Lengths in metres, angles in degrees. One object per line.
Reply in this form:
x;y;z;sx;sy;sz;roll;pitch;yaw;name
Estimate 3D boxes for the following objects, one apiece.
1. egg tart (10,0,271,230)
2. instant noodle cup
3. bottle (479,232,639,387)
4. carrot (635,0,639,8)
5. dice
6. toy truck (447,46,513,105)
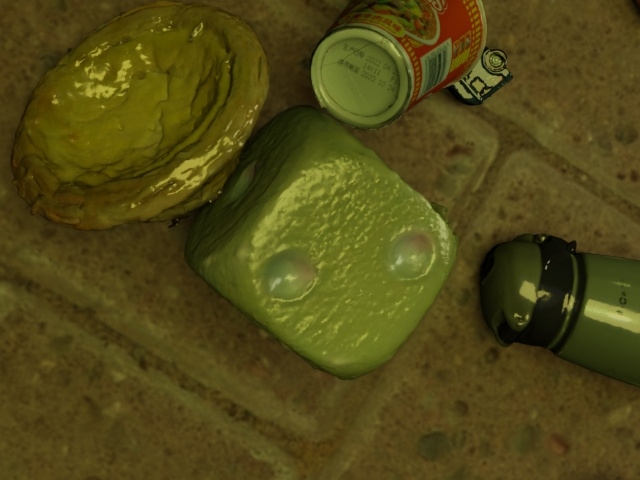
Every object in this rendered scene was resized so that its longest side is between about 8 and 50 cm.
-0.212;-0.137;1.671;0.345;0.132;0.345;-10;55;15;egg tart
0.084;-0.232;1.675;0.193;0.212;0.193;11;121;20;instant noodle cup
0.378;0.095;1.801;0.347;0.168;0.168;16;89;-4;bottle
0.492;-0.273;1.865;0.061;0.061;0.257;-33;103;-7;carrot
0.000;0.000;1.670;0.250;0.252;0.254;36;92;-20;dice
0.162;-0.267;1.798;0.088;0.074;0.202;-42;97;-1;toy truck
